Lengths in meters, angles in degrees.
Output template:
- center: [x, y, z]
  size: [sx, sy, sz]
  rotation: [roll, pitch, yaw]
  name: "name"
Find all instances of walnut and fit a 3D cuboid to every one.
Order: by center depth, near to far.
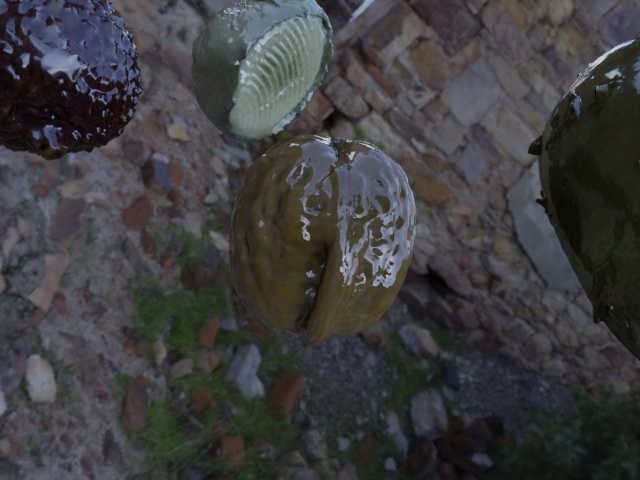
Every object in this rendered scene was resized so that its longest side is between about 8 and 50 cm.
- center: [0.000, 0.000, 0.846]
  size: [0.224, 0.257, 0.257]
  rotation: [8, 36, -10]
  name: "walnut"

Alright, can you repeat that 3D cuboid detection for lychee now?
- center: [-0.336, -0.219, 0.821]
  size: [0.236, 0.236, 0.271]
  rotation: [16, 47, -55]
  name: "lychee"

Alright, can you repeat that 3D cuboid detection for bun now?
- center: [-0.103, -0.293, 1.111]
  size: [0.152, 0.259, 0.259]
  rotation: [39, 17, 20]
  name: "bun"

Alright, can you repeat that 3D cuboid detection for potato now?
- center: [0.310, -0.029, 0.563]
  size: [0.269, 0.219, 0.359]
  rotation: [14, 44, 5]
  name: "potato"
